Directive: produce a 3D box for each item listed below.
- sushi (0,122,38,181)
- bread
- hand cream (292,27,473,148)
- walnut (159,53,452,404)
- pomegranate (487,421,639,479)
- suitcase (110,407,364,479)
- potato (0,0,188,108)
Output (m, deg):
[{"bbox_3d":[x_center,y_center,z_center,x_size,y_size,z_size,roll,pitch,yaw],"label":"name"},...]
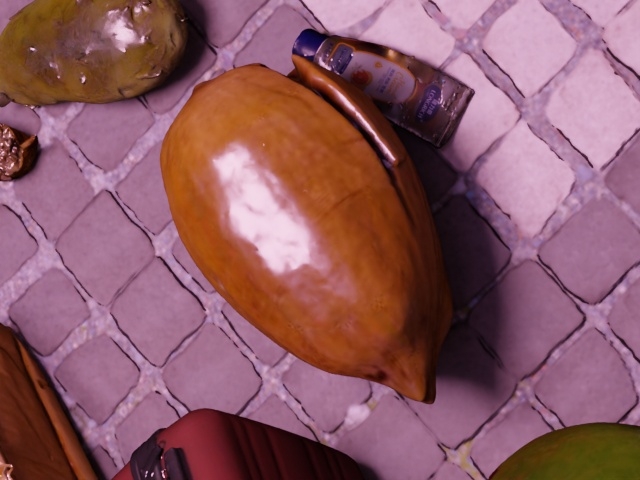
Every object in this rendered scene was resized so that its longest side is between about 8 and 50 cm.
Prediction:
[{"bbox_3d":[-0.319,-0.088,1.789,0.120,0.055,0.052,12,84,23],"label":"sushi"},{"bbox_3d":[-0.310,0.209,1.680,0.156,0.204,0.288,-38,76,12],"label":"bread"},{"bbox_3d":[0.050,-0.140,1.639,0.163,0.039,0.062,27,81,21],"label":"hand cream"},{"bbox_3d":[0.000,0.000,1.563,0.209,0.209,0.336,-38,71,17],"label":"walnut"},{"bbox_3d":[0.255,0.284,1.408,0.358,0.216,0.310,-6,75,22],"label":"pomegranate"},{"bbox_3d":[-0.042,0.297,1.506,0.161,0.236,0.297,-42,48,23],"label":"suitcase"},{"bbox_3d":[-0.220,-0.180,1.733,0.225,0.090,0.117,-11,87,30],"label":"potato"}]
